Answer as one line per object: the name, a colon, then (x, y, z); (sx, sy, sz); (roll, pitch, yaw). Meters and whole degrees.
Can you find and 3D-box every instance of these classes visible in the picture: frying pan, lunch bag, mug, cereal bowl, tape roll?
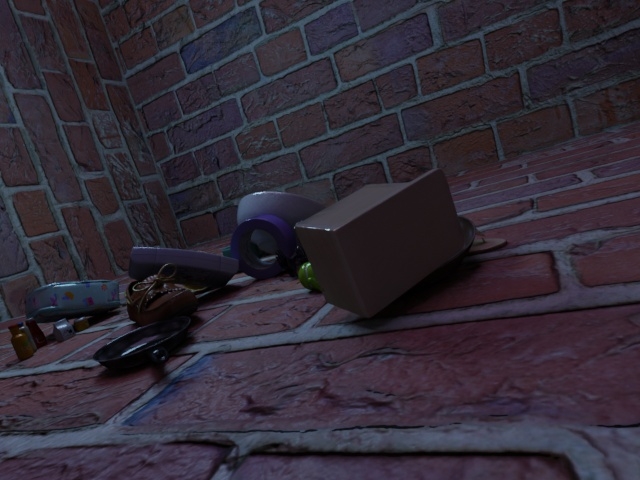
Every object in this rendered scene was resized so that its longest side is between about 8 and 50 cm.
frying pan: (-0.315, 0.203, 0.849); (0.326, 0.053, 0.197); (-9, 12, 38)
lunch bag: (-0.864, 0.219, 1.503); (0.224, 0.107, 0.279); (-26, -18, 40)
mug: (-0.280, 0.057, 1.598); (0.158, 0.097, 0.129); (-14, 8, 18)
cereal bowl: (-0.127, -0.035, 1.471); (0.339, 0.141, 0.339); (7, -20, 3)
tape roll: (-0.174, 0.018, 1.310); (0.189, 0.188, 0.080); (-15, 9, 19)

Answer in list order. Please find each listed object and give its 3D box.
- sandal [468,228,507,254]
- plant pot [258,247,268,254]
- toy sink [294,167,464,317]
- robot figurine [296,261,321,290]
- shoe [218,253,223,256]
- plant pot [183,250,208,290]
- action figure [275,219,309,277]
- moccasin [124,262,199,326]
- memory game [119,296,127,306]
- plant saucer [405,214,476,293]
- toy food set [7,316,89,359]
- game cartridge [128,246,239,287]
sandal: (0.281, -0.014, 0.943); (0.088, 0.079, 0.240); (-24, 10, -38)
plant pot: (-0.214, -0.007, 1.848); (0.238, 0.109, 0.237); (-17, 7, 2)
toy sink: (0.101, -0.007, 0.716); (0.234, 0.152, 0.131); (-32, 20, -25)
robot figurine: (0.001, 0.075, 0.980); (0.115, 0.067, 0.101); (-15, 19, 17)
shoe: (-0.420, 0.090, 1.822); (0.178, 0.063, 0.081); (-17, 5, -40)
plant pot: (-0.399, 0.111, 1.452); (0.134, 0.134, 0.095); (-17, -16, 4)
action figure: (0.000, 0.000, 1.248); (0.164, 0.140, 0.276); (-13, 12, 36)
moccasin: (-0.433, 0.147, 1.133); (0.139, 0.146, 0.380); (-22, 9, -31)
memory game: (-0.788, 0.245, 1.717); (0.186, 0.012, 0.186); (-17, 8, 3)
plant saucer: (0.157, 0.032, 0.859); (0.311, 0.050, 0.310); (-19, 18, 6)
toy food set: (-0.856, 0.273, 1.333); (0.111, 0.104, 0.232); (-13, 9, 28)
game cartridge: (-0.403, 0.082, 1.260); (0.297, 0.062, 0.198); (8, -19, -23)
